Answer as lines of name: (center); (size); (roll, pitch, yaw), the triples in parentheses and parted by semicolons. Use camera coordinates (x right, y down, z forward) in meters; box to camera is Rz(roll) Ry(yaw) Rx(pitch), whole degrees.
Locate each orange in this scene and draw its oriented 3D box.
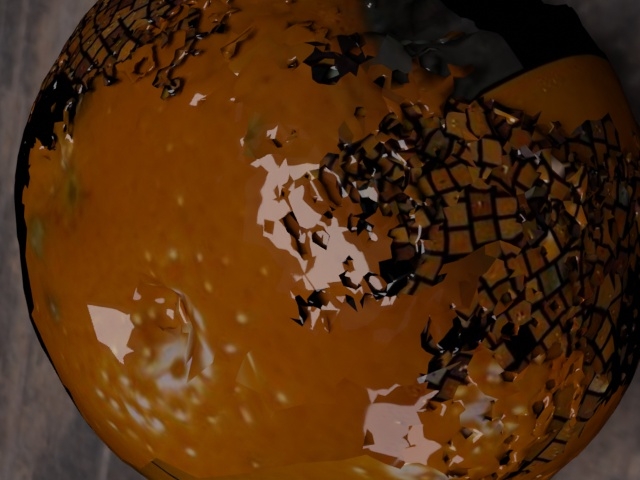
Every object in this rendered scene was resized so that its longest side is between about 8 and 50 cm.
orange: (0.000, 0.000, 0.516); (0.234, 0.182, 0.234); (12, 117, 26)
